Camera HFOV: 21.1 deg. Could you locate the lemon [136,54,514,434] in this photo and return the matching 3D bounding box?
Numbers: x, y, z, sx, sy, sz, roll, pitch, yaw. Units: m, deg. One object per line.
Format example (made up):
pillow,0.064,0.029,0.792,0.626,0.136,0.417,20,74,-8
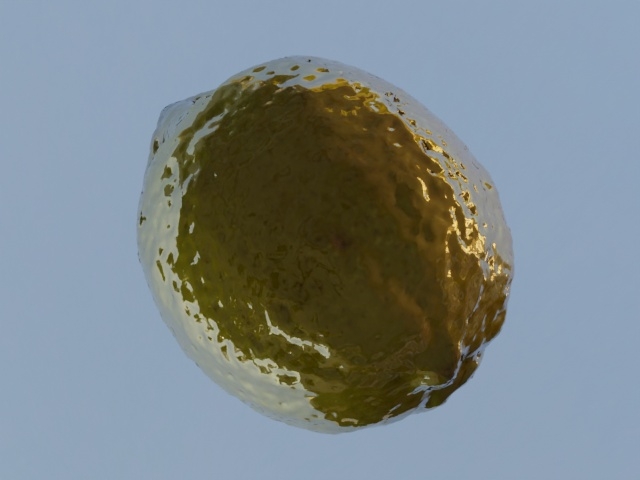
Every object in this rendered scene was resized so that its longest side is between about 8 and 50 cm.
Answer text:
lemon,0.002,0.001,0.853,0.193,0.180,0.181,15,-110,42
